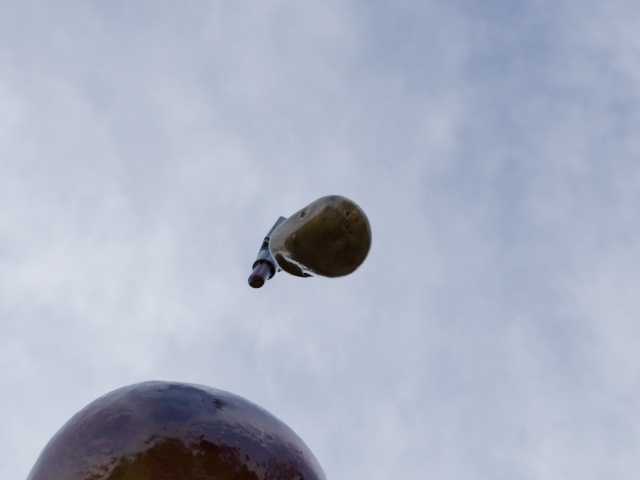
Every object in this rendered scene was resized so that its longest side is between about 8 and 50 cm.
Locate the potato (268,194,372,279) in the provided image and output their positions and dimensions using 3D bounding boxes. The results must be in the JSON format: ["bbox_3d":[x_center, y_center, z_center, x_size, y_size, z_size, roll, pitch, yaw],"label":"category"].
[{"bbox_3d":[0.000,0.000,1.115,0.083,0.062,0.068,-19,-105,35],"label":"potato"}]

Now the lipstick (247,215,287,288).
[{"bbox_3d":[-0.049,0.018,1.331,0.030,0.129,0.030,25,-62,4],"label":"lipstick"}]

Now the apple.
[{"bbox_3d":[-0.112,0.214,1.174,0.293,0.251,0.163,-3,-70,-38],"label":"apple"}]
